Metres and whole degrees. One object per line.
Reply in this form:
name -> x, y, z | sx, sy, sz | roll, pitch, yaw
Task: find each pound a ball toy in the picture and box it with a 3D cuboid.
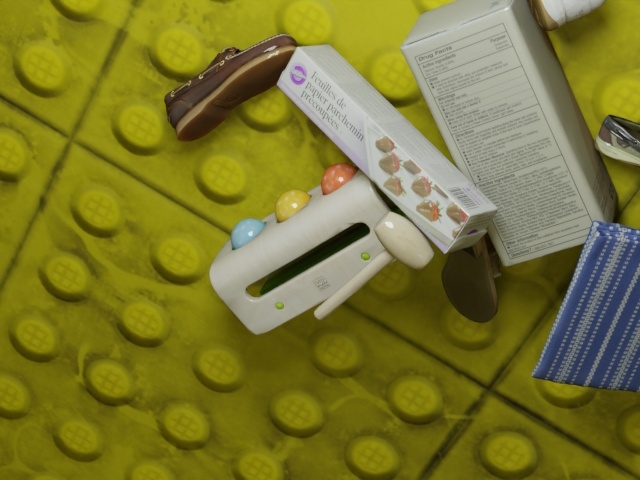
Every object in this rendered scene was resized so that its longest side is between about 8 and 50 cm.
pound a ball toy -> 0.000, 0.000, 1.923 | 0.319, 0.208, 0.135 | -31, 106, 29

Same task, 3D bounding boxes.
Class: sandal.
sandal -> 0.205, 0.015, 1.943 | 0.088, 0.079, 0.240 | 29, 157, 29

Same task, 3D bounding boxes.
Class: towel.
towel -> 0.452, 0.093, 1.872 | 0.336, 0.040, 0.243 | 7, 124, -13

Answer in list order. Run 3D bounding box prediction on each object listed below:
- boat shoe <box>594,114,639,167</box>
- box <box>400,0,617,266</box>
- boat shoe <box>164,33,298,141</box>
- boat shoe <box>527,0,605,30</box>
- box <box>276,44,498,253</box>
boat shoe -> 0.408, -0.111, 1.828 | 0.152, 0.056, 0.049 | 16, 126, 8
box -> 0.231, -0.141, 1.826 | 0.148, 0.121, 0.311 | -17, 111, 24
boat shoe -> -0.118, -0.208, 1.927 | 0.207, 0.073, 0.073 | -31, 65, 22
boat shoe -> 0.252, -0.381, 1.716 | 0.096, 0.098, 0.277 | -21, 107, 0
box -> 0.078, -0.115, 1.834 | 0.324, 0.067, 0.063 | 46, 124, 24
